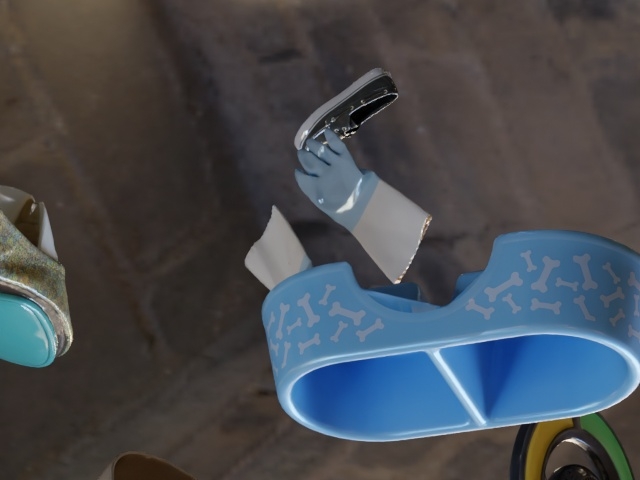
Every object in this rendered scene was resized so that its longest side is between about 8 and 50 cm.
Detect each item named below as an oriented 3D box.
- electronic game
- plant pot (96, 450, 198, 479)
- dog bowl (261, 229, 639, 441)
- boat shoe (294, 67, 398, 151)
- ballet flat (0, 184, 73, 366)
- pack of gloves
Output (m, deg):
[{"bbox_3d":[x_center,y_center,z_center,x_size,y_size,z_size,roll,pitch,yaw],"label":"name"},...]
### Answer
[{"bbox_3d":[0.257,0.268,1.791,0.229,0.048,0.229,23,59,-46],"label":"electronic game"},{"bbox_3d":[-0.175,0.387,1.881,0.191,0.284,0.284,-45,126,11],"label":"plant pot"},{"bbox_3d":[0.099,0.077,1.306,0.166,0.297,0.074,55,32,-51],"label":"dog bowl"},{"bbox_3d":[0.030,-0.145,2.111,0.142,0.040,0.049,-40,149,13],"label":"boat shoe"},{"bbox_3d":[-0.256,-0.004,1.320,0.123,0.123,0.348,-66,160,-14],"label":"ballet flat"},{"bbox_3d":[0.000,0.000,1.893,0.046,0.232,0.195,9,114,-39],"label":"pack of gloves"}]
